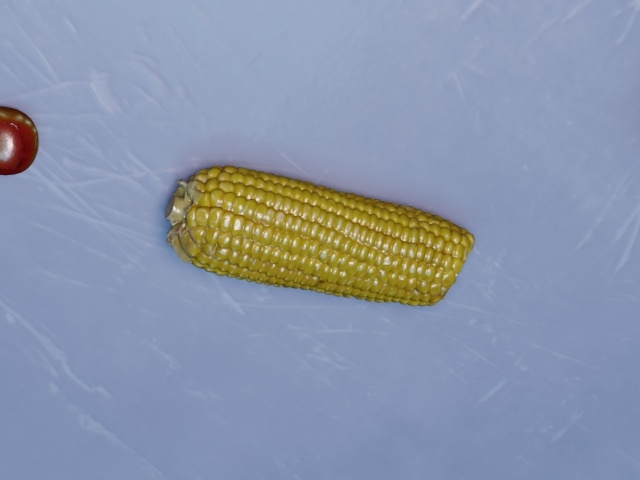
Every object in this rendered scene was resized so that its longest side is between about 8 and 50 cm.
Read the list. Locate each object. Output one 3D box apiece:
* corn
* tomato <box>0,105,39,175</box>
[{"bbox_3d":[0.000,0.000,2.062,0.387,0.144,0.144,13,111,-8],"label":"corn"},{"bbox_3d":[-0.382,-0.118,2.014,0.087,0.075,0.087,-1,109,-2],"label":"tomato"}]
